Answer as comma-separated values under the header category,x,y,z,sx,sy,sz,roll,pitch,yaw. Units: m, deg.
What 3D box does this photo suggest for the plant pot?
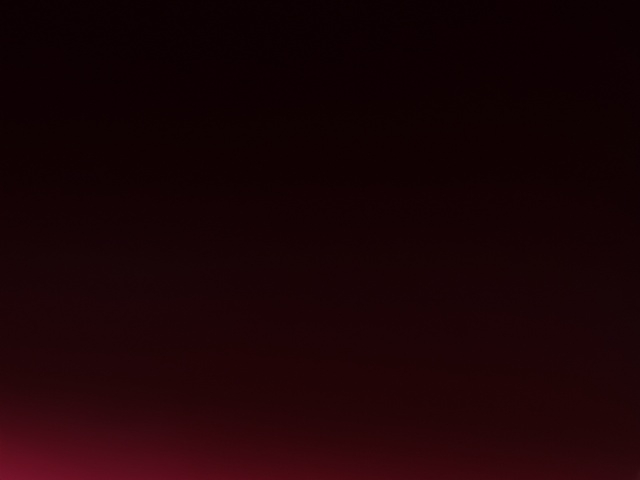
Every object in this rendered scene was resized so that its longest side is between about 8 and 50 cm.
category,x,y,z,sx,sy,sz,roll,pitch,yaw
plant pot,-0.005,-0.024,0.504,0.243,0.275,0.275,-2,-177,16
